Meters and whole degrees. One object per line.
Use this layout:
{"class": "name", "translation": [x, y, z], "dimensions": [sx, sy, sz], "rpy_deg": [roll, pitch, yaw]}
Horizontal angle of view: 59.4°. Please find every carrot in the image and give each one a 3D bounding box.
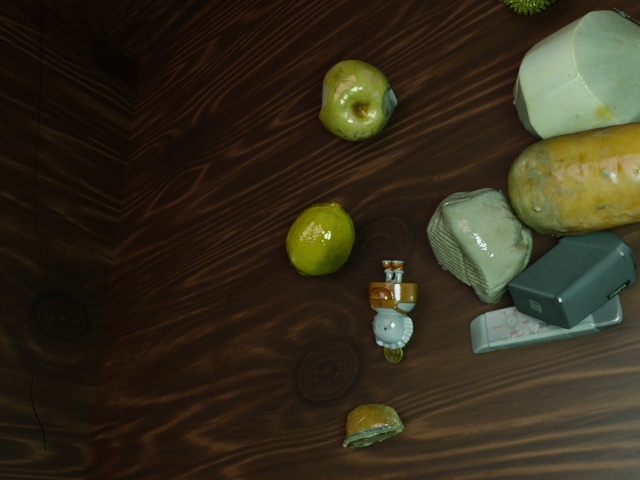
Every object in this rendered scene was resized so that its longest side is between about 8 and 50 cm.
{"class": "carrot", "translation": [0.576, -0.129, 1.176], "dimensions": [0.340, 0.224, 0.224], "rpy_deg": [-14, 60, 45]}

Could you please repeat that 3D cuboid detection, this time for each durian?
{"class": "durian", "translation": [0.610, -0.720, 1.610], "dimensions": [0.193, 0.138, 0.237], "rpy_deg": [-30, 10, 26]}

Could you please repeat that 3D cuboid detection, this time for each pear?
{"class": "pear", "translation": [0.108, -0.456, 1.830], "dimensions": [0.271, 0.271, 0.271], "rpy_deg": [-20, 56, 33]}

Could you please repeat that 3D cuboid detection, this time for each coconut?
{"class": "coconut", "translation": [0.613, -0.357, 1.274], "dimensions": [0.323, 0.323, 0.323], "rpy_deg": [-20, 56, 33]}

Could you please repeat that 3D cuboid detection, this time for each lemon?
{"class": "lemon", "translation": [0.000, 0.000, 1.718], "dimensions": [0.204, 0.204, 0.260], "rpy_deg": [49, 116, 44]}

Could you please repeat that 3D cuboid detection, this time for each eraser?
{"class": "eraser", "translation": [0.498, 0.186, 1.278], "dimensions": [0.352, 0.061, 0.089], "rpy_deg": [-19, 56, 34]}

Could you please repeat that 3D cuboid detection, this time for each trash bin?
{"class": "trash bin", "translation": [0.542, 0.075, 1.193], "dimensions": [0.236, 0.101, 0.177], "rpy_deg": [-33, 21, -16]}

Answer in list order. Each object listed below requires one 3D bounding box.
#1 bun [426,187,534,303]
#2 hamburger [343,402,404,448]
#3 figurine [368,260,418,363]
{"class": "bun", "translation": [0.395, -0.009, 1.359], "dimensions": [0.205, 0.281, 0.281], "rpy_deg": [-36, 43, -12]}
{"class": "hamburger", "translation": [0.122, 0.463, 1.447], "dimensions": [0.176, 0.087, 0.102], "rpy_deg": [-32, 52, 28]}
{"class": "figurine", "translation": [0.197, 0.189, 1.510], "dimensions": [0.143, 0.143, 0.271], "rpy_deg": [-4, 99, 40]}
